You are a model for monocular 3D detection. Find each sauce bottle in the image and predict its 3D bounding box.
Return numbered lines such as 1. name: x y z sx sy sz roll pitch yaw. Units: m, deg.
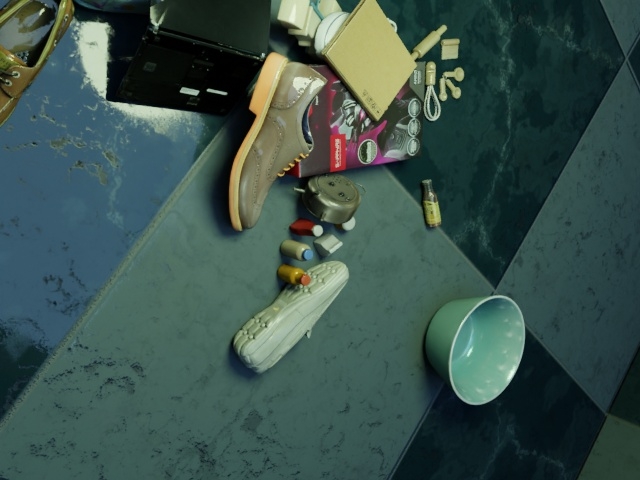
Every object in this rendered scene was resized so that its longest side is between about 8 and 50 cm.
1. sauce bottle: 0.299 -0.101 1.403 0.042 0.042 0.128 -24 108 -27

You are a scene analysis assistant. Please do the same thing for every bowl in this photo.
1. bowl: 0.423 0.291 1.479 0.311 0.163 0.312 -6 102 -31

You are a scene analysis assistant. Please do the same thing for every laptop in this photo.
1. laptop: -0.226 -0.374 0.931 0.234 0.264 0.137 -1 62 -42

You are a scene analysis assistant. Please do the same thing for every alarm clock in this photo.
1. alarm clock: 0.040 -0.107 1.182 0.192 0.129 0.064 -18 149 -45

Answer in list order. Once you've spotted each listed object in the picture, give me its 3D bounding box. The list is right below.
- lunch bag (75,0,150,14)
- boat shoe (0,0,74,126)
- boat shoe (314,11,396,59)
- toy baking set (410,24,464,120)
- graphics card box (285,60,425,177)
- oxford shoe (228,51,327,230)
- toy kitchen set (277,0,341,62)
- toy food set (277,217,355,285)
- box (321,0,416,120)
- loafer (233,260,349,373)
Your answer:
1. lunch bag: -0.304 -0.518 0.894 0.279 0.107 0.224 -13 102 -32
2. boat shoe: -0.503 -0.284 0.807 0.110 0.104 0.308 33 80 -33
3. boat shoe: 0.083 -0.451 1.120 0.258 0.084 0.095 -43 143 -42
4. toy baking set: 0.299 -0.430 1.349 0.256 0.030 0.197 -42 118 -20
5. graphics card box: 0.076 -0.285 1.179 0.370 0.094 0.233 -14 112 -33
6. oxford shoe: -0.091 -0.170 1.024 0.132 0.130 0.364 19 115 -1
7. toy kitchen set: -0.073 -0.480 1.081 0.207 0.165 0.122 11 94 -71
8. toy food set: 0.000 0.000 1.185 0.232 0.104 0.111 -37 116 -22
9. box: 0.110 -0.383 1.096 0.201 0.021 0.165 42 79 -38
10. loafer: -0.055 0.172 1.185 0.319 0.112 0.112 -39 122 -13
